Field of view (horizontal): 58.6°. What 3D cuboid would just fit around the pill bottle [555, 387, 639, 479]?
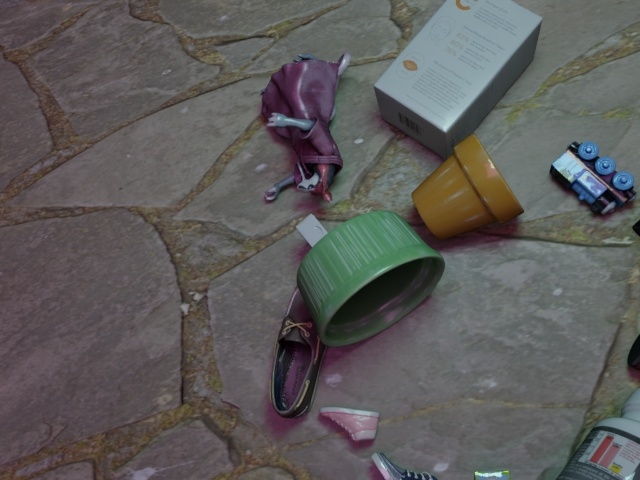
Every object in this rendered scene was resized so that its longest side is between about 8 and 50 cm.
[{"bbox_3d":[0.542,0.451,1.007,0.210,0.210,0.363,39,71,20],"label":"pill bottle"}]

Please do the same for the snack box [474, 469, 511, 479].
[{"bbox_3d":[0.330,0.546,1.053,0.070,0.174,0.207,-8,60,10],"label":"snack box"}]

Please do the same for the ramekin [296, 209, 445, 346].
[{"bbox_3d":[0.096,0.077,1.206,0.303,0.303,0.148,-35,62,1],"label":"ramekin"}]

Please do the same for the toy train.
[{"bbox_3d":[0.603,-0.137,1.265,0.105,0.080,0.184,-44,72,8],"label":"toy train"}]

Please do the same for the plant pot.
[{"bbox_3d":[0.314,-0.101,1.267,0.188,0.205,0.205,-33,69,18],"label":"plant pot"}]

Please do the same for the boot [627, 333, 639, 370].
[{"bbox_3d":[0.792,0.248,1.120,0.264,0.096,0.280,-39,77,-8],"label":"boot"}]

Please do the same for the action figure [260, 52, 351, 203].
[{"bbox_3d":[-0.020,-0.252,1.411,0.275,0.248,0.370,-13,68,-19],"label":"action figure"}]

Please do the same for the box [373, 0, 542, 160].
[{"bbox_3d":[0.324,-0.402,1.355,0.215,0.168,0.345,39,86,20],"label":"box"}]

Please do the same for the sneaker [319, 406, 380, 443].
[{"bbox_3d":[0.060,0.403,1.243,0.134,0.051,0.070,5,70,10],"label":"sneaker"}]

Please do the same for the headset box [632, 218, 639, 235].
[{"bbox_3d":[0.780,-0.098,1.100,0.246,0.283,0.131,-40,70,0],"label":"headset box"}]

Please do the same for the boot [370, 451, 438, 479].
[{"bbox_3d":[0.193,0.501,1.183,0.086,0.069,0.190,-38,77,-7],"label":"boot"}]

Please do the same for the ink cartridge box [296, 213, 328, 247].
[{"bbox_3d":[0.000,0.000,1.337,0.052,0.122,0.088,-40,69,-1],"label":"ink cartridge box"}]

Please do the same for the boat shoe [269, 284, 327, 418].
[{"bbox_3d":[-0.047,0.236,1.293,0.116,0.097,0.325,7,76,15],"label":"boat shoe"}]
